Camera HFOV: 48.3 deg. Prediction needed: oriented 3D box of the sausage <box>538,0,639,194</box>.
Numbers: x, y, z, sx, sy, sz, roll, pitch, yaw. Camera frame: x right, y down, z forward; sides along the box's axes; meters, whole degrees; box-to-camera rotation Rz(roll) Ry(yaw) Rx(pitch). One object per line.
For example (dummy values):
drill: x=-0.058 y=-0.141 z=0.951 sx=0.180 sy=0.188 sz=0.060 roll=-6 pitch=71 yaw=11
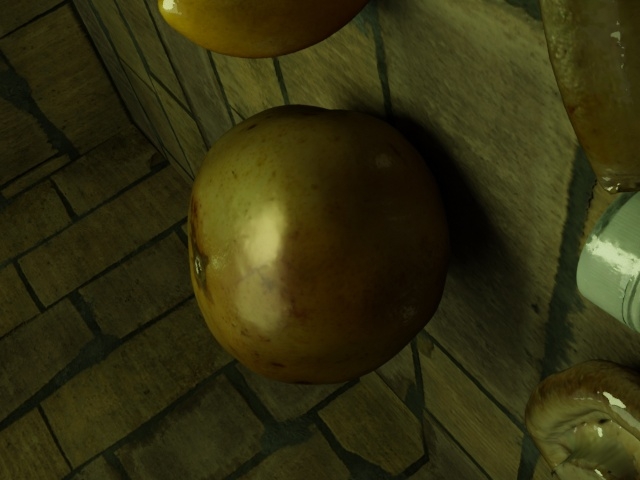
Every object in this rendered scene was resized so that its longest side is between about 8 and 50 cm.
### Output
sausage: x=0.159 y=-0.247 z=0.410 sx=0.501 sy=0.136 sz=0.123 roll=60 pitch=-172 yaw=-26

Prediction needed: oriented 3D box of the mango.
mango: x=-0.052 y=-0.279 z=0.761 sx=0.138 sy=0.257 sz=0.187 roll=51 pitch=165 yaw=15

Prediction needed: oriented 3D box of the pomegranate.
pomegranate: x=0.000 y=0.000 z=1.032 sx=0.417 sy=0.416 sz=0.417 roll=50 pitch=165 yaw=19

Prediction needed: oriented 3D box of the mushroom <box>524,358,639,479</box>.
mushroom: x=0.369 y=0.261 z=0.844 sx=0.278 sy=0.146 sz=0.278 roll=42 pitch=151 yaw=29

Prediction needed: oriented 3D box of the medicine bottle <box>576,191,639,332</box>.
medicine bottle: x=0.330 y=0.059 z=0.522 sx=0.258 sy=0.143 sz=0.143 roll=42 pitch=161 yaw=44
